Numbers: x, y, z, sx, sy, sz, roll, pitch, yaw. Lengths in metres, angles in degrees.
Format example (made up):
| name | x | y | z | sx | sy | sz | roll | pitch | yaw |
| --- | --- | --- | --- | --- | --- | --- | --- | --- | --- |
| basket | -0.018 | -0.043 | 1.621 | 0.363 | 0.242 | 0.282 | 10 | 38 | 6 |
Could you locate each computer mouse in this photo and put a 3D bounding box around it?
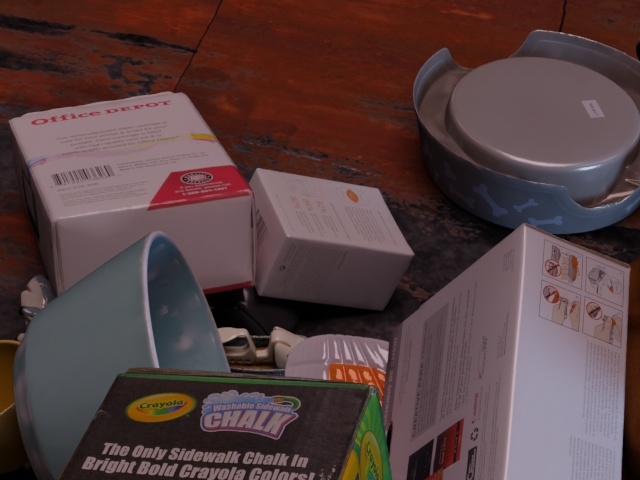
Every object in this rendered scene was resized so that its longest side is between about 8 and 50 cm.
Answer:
| name | x | y | z | sx | sy | sz | roll | pitch | yaw |
| --- | --- | --- | --- | --- | --- | --- | --- | --- | --- |
| computer mouse | -0.166 | 0.061 | 1.757 | 0.262 | 0.060 | 0.184 | 25 | 44 | 23 |

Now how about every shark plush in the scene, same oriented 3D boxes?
| name | x | y | z | sx | sy | sz | roll | pitch | yaw |
| --- | --- | --- | --- | --- | --- | --- | --- | --- | --- |
| shark plush | -0.268 | 0.099 | 1.693 | 0.161 | 0.073 | 0.067 | 26 | 52 | 18 |

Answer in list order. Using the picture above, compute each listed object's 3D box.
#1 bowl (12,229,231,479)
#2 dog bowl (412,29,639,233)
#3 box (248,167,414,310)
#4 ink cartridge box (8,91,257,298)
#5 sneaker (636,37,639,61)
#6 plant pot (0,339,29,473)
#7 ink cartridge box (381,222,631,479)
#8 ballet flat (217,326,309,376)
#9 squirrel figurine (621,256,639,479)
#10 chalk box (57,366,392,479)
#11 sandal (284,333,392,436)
| name | x | y | z | sx | sy | sz | roll | pitch | yaw |
| --- | --- | --- | --- | --- | --- | --- | --- | --- | --- |
| bowl | -0.191 | 0.161 | 1.493 | 0.163 | 0.311 | 0.311 | -16 | 41 | 6 |
| dog bowl | 0.290 | -0.141 | 2.002 | 0.349 | 0.102 | 0.348 | 3 | 41 | -2 |
| box | 0.000 | 0.000 | 1.779 | 0.170 | 0.091 | 0.130 | 9 | 35 | -29 |
| ink cartridge box | -0.221 | -0.049 | 1.768 | 0.226 | 0.131 | 0.306 | -10 | 27 | -15 |
| sneaker | 0.487 | -0.218 | 2.127 | 0.083 | 0.084 | 0.215 | -13 | 44 | -13 |
| plant pot | -0.334 | 0.181 | 1.562 | 0.134 | 0.095 | 0.134 | -13 | 35 | 9 |
| ink cartridge box | 0.165 | 0.186 | 1.475 | 0.130 | 0.272 | 0.309 | 21 | 57 | -18 |
| ballet flat | -0.069 | 0.125 | 1.688 | 0.188 | 0.070 | 0.070 | -2 | 41 | -7 |
| squirrel figurine | 0.370 | 0.154 | 1.438 | 0.281 | 0.397 | 0.370 | 12 | 31 | 1 |
| chalk box | -0.054 | 0.199 | 0.945 | 0.180 | 0.179 | 0.289 | 3 | 36 | 18 |
| sandal | 0.092 | 0.168 | 1.644 | 0.265 | 0.076 | 0.102 | 5 | 59 | 8 |
